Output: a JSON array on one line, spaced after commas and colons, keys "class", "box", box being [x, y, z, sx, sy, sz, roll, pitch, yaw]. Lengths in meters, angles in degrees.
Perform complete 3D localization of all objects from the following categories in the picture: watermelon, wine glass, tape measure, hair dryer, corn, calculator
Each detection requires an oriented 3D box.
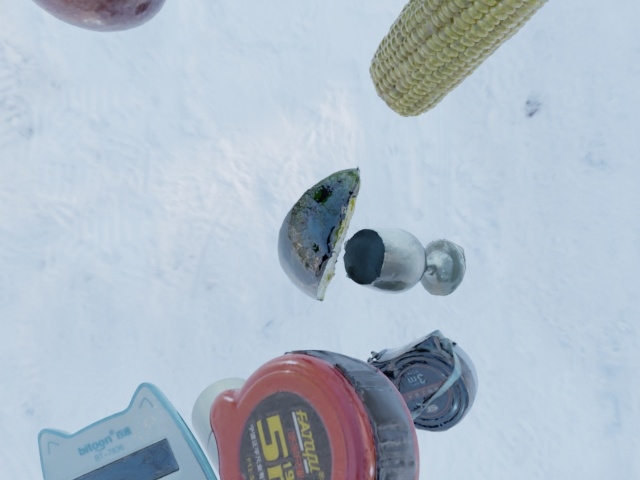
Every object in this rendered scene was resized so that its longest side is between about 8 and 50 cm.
[{"class": "watermelon", "box": [0.000, 0.000, 1.463, 0.123, 0.129, 0.301, 36, 127, 24]}, {"class": "wine glass", "box": [0.158, 0.041, 1.473, 0.126, 0.241, 0.126, -10, 76, 45]}, {"class": "tape measure", "box": [-0.007, 0.252, 0.880, 0.260, 0.114, 0.253, -33, 61, 35]}, {"class": "hair dryer", "box": [-0.103, 0.423, 1.291, 0.128, 0.203, 0.362, -17, 114, -21]}, {"class": "corn", "box": [0.181, -0.289, 1.012, 0.144, 0.387, 0.144, 13, 58, -22]}, {"class": "calculator", "box": [-0.243, 0.412, 1.114, 0.256, 0.054, 0.386, -26, 80, 11]}, {"class": "tape measure", "box": [0.205, 0.269, 1.495, 0.182, 0.107, 0.181, -24, 95, 28]}]

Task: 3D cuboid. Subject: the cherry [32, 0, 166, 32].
[{"class": "cherry", "box": [-0.327, -0.426, 1.097, 0.221, 0.307, 0.261, 0, 86, 45]}]
